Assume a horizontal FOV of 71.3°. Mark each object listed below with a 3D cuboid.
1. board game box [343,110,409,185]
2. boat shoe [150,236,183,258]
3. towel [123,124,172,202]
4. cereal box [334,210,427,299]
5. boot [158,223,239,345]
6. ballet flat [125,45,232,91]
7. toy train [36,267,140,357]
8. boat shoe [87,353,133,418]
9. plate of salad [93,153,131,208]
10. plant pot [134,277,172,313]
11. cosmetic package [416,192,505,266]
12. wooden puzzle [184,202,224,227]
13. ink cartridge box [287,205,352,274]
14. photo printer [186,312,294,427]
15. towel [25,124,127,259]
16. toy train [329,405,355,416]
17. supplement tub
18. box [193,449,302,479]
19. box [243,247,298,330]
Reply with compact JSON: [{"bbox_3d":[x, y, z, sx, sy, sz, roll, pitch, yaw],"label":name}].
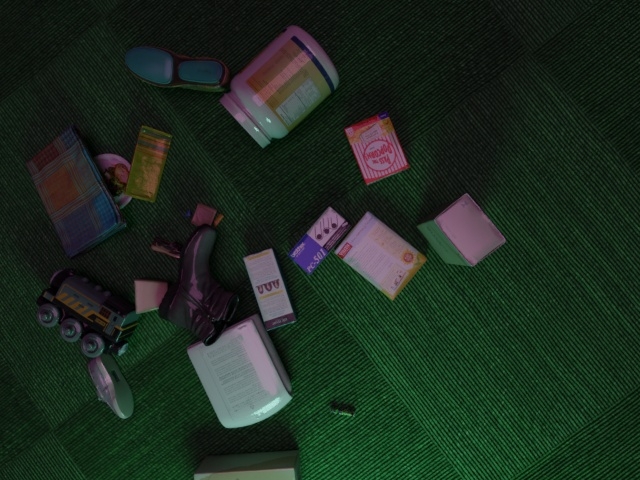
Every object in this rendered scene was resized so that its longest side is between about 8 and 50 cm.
[{"bbox_3d":[0.177,-0.289,1.410,0.147,0.045,0.193,-22,87,4],"label":"board game box"},{"bbox_3d":[-0.480,0.025,1.455,0.152,0.056,0.049,14,95,5],"label":"boat shoe"},{"bbox_3d":[-0.567,-0.251,1.467,0.102,0.021,0.237,14,90,-20],"label":"towel"},{"bbox_3d":[0.186,0.047,1.401,0.240,0.047,0.173,40,92,5],"label":"cereal box"},{"bbox_3d":[-0.338,0.134,1.378,0.223,0.118,0.337,20,90,23],"label":"boot"},{"bbox_3d":[-0.448,-0.541,1.436,0.349,0.123,0.123,11,90,8],"label":"ballet flat"},{"bbox_3d":[-0.740,0.229,1.427,0.334,0.142,0.190,31,95,7],"label":"toy train"},{"bbox_3d":[-0.690,0.482,1.460,0.081,0.079,0.227,-30,82,13],"label":"boat shoe"},{"bbox_3d":[-0.714,-0.192,1.484,0.200,0.048,0.199,0,90,5],"label":"plate of salad"},{"bbox_3d":[-0.532,0.172,1.437,0.097,0.109,0.108,-4,89,-7],"label":"plant pot"},{"bbox_3d":[0.379,-0.023,1.255,0.113,0.309,0.160,-38,86,3],"label":"cosmetic package"},{"bbox_3d":[-0.383,-0.078,1.471,0.116,0.014,0.078,28,87,5],"label":"wooden puzzle"},{"bbox_3d":[0.000,0.000,1.419,0.097,0.046,0.207,41,93,6],"label":"ink cartridge box"},{"bbox_3d":[-0.243,0.418,1.401,0.256,0.107,0.307,-27,87,4],"label":"photo printer"},{"bbox_3d":[-0.812,-0.152,1.462,0.272,0.040,0.369,-29,87,20],"label":"towel"},{"bbox_3d":[0.070,0.543,1.414,0.084,0.024,0.017,11,90,5],"label":"toy train"},{"bbox_3d":[-0.126,-0.456,1.348,0.316,0.228,0.228,-42,86,3],"label":"supplement tub"},{"bbox_3d":[-0.219,0.754,1.386,0.312,0.121,0.147,-7,89,5],"label":"box"},{"bbox_3d":[-0.157,0.153,1.422,0.101,0.060,0.244,-18,87,4],"label":"box"}]
